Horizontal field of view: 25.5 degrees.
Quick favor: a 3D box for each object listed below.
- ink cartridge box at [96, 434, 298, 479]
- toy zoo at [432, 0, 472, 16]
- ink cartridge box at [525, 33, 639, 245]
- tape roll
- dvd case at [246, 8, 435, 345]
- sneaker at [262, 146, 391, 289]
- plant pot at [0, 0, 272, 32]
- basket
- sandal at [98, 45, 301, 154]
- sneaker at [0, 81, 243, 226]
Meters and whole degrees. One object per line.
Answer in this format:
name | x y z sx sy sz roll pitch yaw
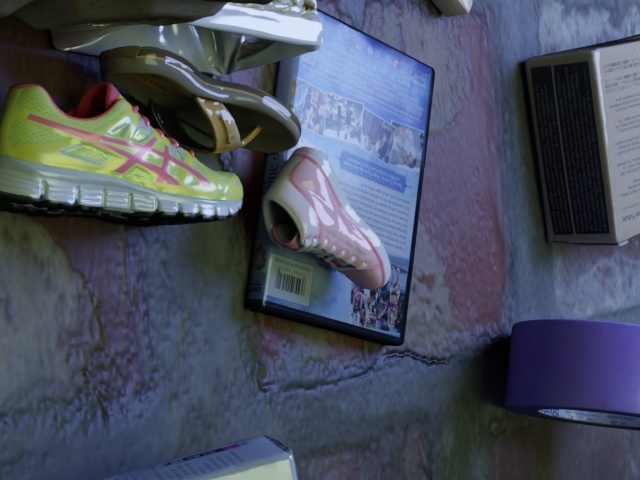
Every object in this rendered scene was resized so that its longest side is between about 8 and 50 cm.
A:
ink cartridge box | -0.148 0.322 0.901 0.330 0.071 0.324 -12 99 -17
toy zoo | 0.123 -0.377 1.294 0.192 0.030 0.293 44 57 -37
ink cartridge box | 0.316 -0.110 1.451 0.235 0.088 0.193 -17 102 -47
tape roll | 0.268 0.128 1.313 0.189 0.189 0.080 19 75 -46
dvd case | 0.022 -0.050 1.176 0.180 0.022 0.253 19 74 -47
sneaker | 0.000 0.000 1.095 0.070 0.051 0.134 -50 121 -35
plant pot | -0.137 -0.280 0.778 0.334 0.334 0.305 -5 91 -48
basket | -0.093 -0.183 0.991 0.167 0.113 0.103 3 82 -47
sandal | -0.088 -0.089 1.013 0.180 0.072 0.049 22 65 -48
sneaker | -0.132 -0.059 0.964 0.208 0.081 0.094 8 80 -47
